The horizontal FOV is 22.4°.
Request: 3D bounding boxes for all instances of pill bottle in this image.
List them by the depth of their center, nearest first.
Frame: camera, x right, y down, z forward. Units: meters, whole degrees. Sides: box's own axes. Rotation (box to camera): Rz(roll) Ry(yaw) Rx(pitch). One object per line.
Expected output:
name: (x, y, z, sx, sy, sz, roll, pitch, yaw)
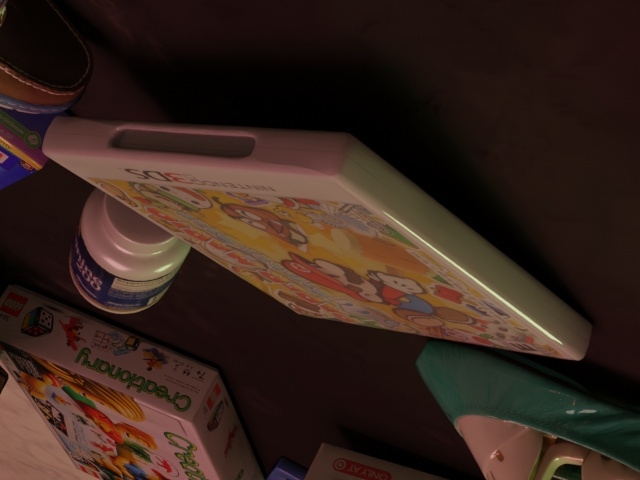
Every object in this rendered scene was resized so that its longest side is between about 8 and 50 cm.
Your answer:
pill bottle: (-0.112, -0.002, 0.961, 0.067, 0.067, 0.120, 30, 157, -3)

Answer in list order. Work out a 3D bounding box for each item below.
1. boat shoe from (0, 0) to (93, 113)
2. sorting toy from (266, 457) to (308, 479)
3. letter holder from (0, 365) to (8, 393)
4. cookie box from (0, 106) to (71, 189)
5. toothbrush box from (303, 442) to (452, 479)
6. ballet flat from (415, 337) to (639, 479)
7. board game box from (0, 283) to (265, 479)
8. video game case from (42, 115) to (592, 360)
boat shoe: (-0.177, -0.127, 0.777, 0.183, 0.066, 0.066, 36, 148, -28)
sorting toy: (0.102, 0.292, 1.363, 0.348, 0.047, 0.196, 34, 157, -14)
letter holder: (-0.393, 0.115, 1.300, 0.214, 0.152, 0.302, 27, 175, -15)
cookie box: (-0.208, -0.074, 0.958, 0.092, 0.040, 0.107, 38, 155, -19)
toothbrush box: (0.090, 0.302, 1.227, 0.206, 0.122, 0.283, 13, 144, 23)
ballet flat: (0.147, 0.123, 0.899, 0.247, 0.087, 0.083, 17, 155, 28)
board game box: (-0.152, 0.156, 1.363, 0.193, 0.053, 0.305, 21, 156, 18)
video game case: (0.000, 0.000, 0.835, 0.206, 0.026, 0.227, 7, 161, 42)
